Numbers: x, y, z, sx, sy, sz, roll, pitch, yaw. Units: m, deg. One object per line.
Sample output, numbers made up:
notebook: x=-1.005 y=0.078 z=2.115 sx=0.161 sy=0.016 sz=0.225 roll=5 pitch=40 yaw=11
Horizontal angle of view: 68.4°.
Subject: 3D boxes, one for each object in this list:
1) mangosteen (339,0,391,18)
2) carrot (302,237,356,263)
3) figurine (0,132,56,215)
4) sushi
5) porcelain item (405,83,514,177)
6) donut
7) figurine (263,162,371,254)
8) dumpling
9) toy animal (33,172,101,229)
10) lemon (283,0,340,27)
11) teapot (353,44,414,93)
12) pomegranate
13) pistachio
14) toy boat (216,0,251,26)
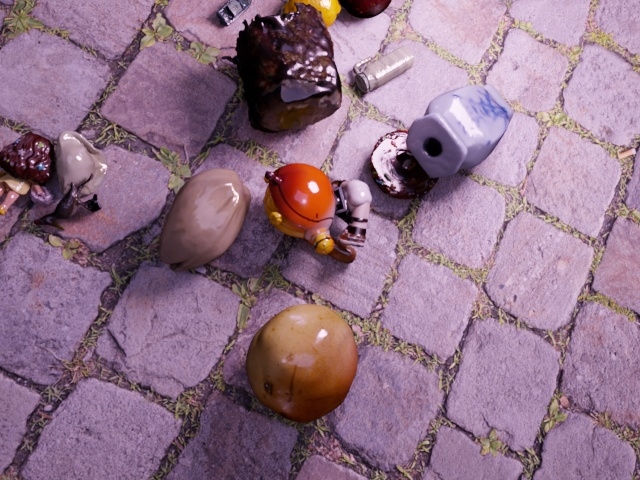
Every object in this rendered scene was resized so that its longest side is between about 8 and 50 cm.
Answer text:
mangosteen: x=0.109 y=-0.844 z=1.534 sx=0.289 sy=0.231 sz=0.232 roll=5 pitch=78 yaw=22
carrot: x=0.000 y=0.000 z=1.433 sx=0.247 sy=0.059 sz=0.059 roll=28 pitch=77 yaw=-1
figurine: x=-0.816 y=-0.179 z=1.284 sx=0.174 sy=0.116 sz=0.240 roll=24 pitch=77 yaw=-5
sushi: x=-0.100 y=-0.483 z=1.382 sx=0.281 sy=0.299 sz=0.294 roll=-14 pitch=85 yaw=-35
porcelain item: x=0.437 y=-0.347 z=1.451 sx=0.405 sy=0.178 sz=0.243 roll=-35 pitch=87 yaw=-41
donut: x=0.262 y=-0.238 z=1.503 sx=0.234 sy=0.089 sz=0.235 roll=2 pitch=80 yaw=-9
figurine: x=-0.022 y=-0.113 z=1.349 sx=0.323 sy=0.196 sz=0.320 roll=4 pitch=49 yaw=-22
dumpling: x=-0.671 y=-0.217 z=1.330 sx=0.134 sy=0.099 sz=0.170 roll=-6 pitch=84 yaw=-35
toy animal: x=-0.694 y=-0.095 z=1.303 sx=0.202 sy=0.070 sz=0.105 roll=-31 pitch=115 yaw=-6
lemon: x=-0.029 y=-0.747 z=1.515 sx=0.187 sy=0.142 sz=0.142 roll=-5 pitch=81 yaw=6
teapot: x=0.200 y=-0.575 z=1.558 sx=0.200 sy=0.077 sz=0.107 roll=-34 pitch=84 yaw=-14
pomegranate: x=-0.041 y=0.314 z=1.257 sx=0.319 sy=0.319 sz=0.319 roll=2 pitch=80 yaw=-10
pistachio: x=-0.331 y=-0.055 z=1.314 sx=0.226 sy=0.207 sz=0.332 roll=33 pitch=90 yaw=41
toy boat: x=-0.271 y=-0.750 z=1.515 sx=0.141 sy=0.060 sz=0.055 roll=-50 pitch=115 yaw=-19
